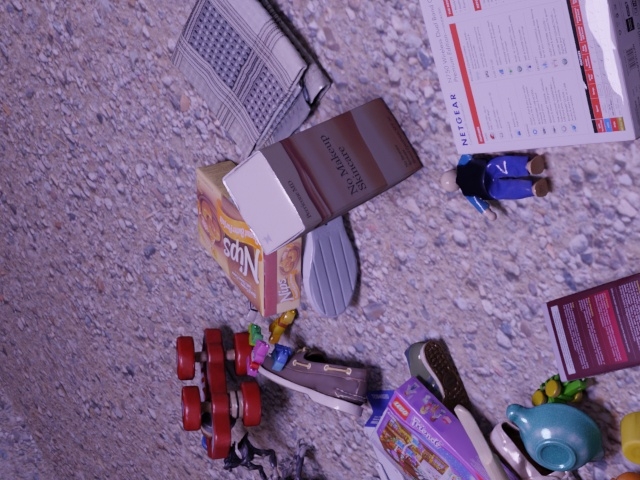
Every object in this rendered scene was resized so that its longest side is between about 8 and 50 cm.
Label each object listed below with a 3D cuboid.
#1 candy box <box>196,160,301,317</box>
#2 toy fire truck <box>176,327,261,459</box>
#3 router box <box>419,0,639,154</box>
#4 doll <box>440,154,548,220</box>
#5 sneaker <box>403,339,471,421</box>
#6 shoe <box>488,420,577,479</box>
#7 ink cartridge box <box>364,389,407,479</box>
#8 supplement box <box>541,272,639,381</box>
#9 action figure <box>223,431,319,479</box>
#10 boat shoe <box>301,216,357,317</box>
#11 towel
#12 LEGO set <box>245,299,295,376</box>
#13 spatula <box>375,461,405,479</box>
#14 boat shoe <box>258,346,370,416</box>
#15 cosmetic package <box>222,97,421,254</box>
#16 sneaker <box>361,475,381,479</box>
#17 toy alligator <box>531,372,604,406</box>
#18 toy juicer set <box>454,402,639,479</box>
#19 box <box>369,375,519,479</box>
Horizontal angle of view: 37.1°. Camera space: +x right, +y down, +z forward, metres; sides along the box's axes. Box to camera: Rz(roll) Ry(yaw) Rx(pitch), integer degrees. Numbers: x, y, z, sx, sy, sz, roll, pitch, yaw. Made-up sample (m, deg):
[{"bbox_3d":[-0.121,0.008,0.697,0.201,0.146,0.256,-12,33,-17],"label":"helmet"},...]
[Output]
[{"bbox_3d":[-0.147,-0.010,1.900,0.316,0.087,0.183,43,141,47],"label":"candy box"},{"bbox_3d":[-0.239,0.359,2.173,0.254,0.169,0.302,103,160,-53],"label":"toy fire truck"},{"bbox_3d":[0.295,-0.300,1.346,0.301,0.082,0.336,1,113,46],"label":"router box"},{"bbox_3d":[0.269,-0.093,1.524,0.189,0.046,0.129,3,114,45],"label":"doll"},{"bbox_3d":[0.216,0.275,1.793,0.086,0.064,0.192,-11,105,56],"label":"sneaker"},{"bbox_3d":[0.387,0.402,1.674,0.219,0.076,0.058,41,142,24],"label":"shoe"},{"bbox_3d":[0.190,0.407,1.904,0.223,0.045,0.224,-12,103,49],"label":"ink cartridge box"},{"bbox_3d":[0.454,0.124,1.416,0.239,0.073,0.130,-26,73,50],"label":"supplement box"},{"bbox_3d":[-0.076,0.534,2.191,0.275,0.141,0.164,32,130,-8],"label":"action figure"},{"bbox_3d":[0.000,0.000,1.834,0.094,0.109,0.302,-145,45,-62],"label":"boat shoe"},{"bbox_3d":[-0.148,-0.322,1.811,0.324,0.056,0.312,52,139,8],"label":"towel"},{"bbox_3d":[-0.100,0.186,2.017,0.093,0.087,0.227,-57,24,29],"label":"LEGO set"},{"bbox_3d":[0.201,0.555,1.923,0.168,0.019,0.242,-25,87,56],"label":"spatula"},{"bbox_3d":[-0.015,0.280,2.000,0.324,0.116,0.097,12,80,54],"label":"boat shoe"},{"bbox_3d":[0.007,-0.112,1.587,0.129,0.296,0.153,-32,89,51],"label":"cosmetic package"},{"bbox_3d":[0.137,0.618,2.055,0.115,0.090,0.232,-32,88,53],"label":"sneaker"},{"bbox_3d":[0.407,0.238,1.583,0.190,0.056,0.051,-51,31,41],"label":"toy alligator"},{"bbox_3d":[0.398,0.357,1.591,0.329,0.089,0.209,4,124,21],"label":"toy juicer set"},{"bbox_3d":[0.231,0.415,1.767,0.293,0.057,0.201,44,145,20],"label":"box"}]
